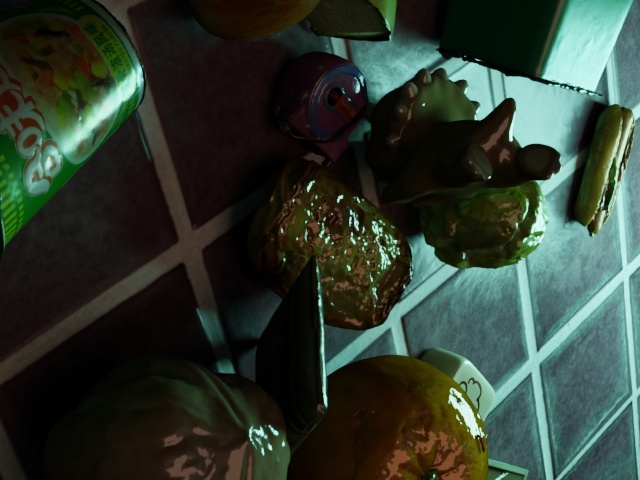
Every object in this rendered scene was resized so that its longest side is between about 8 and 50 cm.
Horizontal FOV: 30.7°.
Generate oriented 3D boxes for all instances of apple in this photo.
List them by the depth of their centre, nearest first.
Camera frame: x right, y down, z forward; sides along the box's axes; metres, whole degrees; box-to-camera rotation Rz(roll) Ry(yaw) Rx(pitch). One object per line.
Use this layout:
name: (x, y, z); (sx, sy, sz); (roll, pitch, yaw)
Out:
apple: (-0.071, -0.318, 1.276); (0.173, 0.160, 0.195); (-12, 108, -21)

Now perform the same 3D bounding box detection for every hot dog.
hot dog: (0.000, 0.000, 1.486); (0.259, 0.114, 0.175); (40, 79, -36)
hot dog: (0.496, -0.119, 2.018); (0.092, 0.062, 0.235); (0, 105, -51)

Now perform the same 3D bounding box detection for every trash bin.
trash bin: (0.339, -0.403, 1.589); (0.259, 0.295, 0.381); (0, 109, -47)

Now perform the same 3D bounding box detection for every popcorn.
popcorn: (0.238, -0.055, 1.671); (0.198, 0.198, 0.212); (-28, 116, -38)

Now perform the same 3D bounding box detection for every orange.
orange: (0.089, 0.298, 1.584); (0.284, 0.226, 0.283); (-1, 93, -26)

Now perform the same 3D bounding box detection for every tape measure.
tape measure: (-0.001, -0.171, 1.451); (0.125, 0.074, 0.118); (-58, 140, -8)

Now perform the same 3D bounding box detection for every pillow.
pillow: (-0.039, 0.158, 1.395); (0.052, 0.208, 0.212); (9, 143, -17)

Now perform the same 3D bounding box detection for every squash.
squash: (0.042, -0.387, 1.385); (0.137, 0.137, 0.287); (0, 101, -47)

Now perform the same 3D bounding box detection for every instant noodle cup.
instant noodle cup: (-0.286, -0.117, 1.078); (0.232, 0.207, 0.207); (-45, 133, -37)

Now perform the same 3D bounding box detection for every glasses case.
glasses case: (0.142, 0.337, 1.784); (0.336, 0.076, 0.144); (-58, 138, -15)

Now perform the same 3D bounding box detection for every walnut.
walnut: (-0.169, 0.243, 1.274); (0.273, 0.273, 0.227); (43, 48, -46)

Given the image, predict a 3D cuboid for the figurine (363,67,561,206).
figurine: (0.162, -0.141, 1.510); (0.177, 0.247, 0.173); (-1, 83, -28)

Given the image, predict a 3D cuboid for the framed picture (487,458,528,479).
framed picture: (0.235, 0.477, 1.979); (0.324, 0.020, 0.240); (23, 86, -49)

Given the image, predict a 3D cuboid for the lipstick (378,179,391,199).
lipstick: (0.136, -0.094, 1.658); (0.129, 0.030, 0.030); (-33, 126, -36)
